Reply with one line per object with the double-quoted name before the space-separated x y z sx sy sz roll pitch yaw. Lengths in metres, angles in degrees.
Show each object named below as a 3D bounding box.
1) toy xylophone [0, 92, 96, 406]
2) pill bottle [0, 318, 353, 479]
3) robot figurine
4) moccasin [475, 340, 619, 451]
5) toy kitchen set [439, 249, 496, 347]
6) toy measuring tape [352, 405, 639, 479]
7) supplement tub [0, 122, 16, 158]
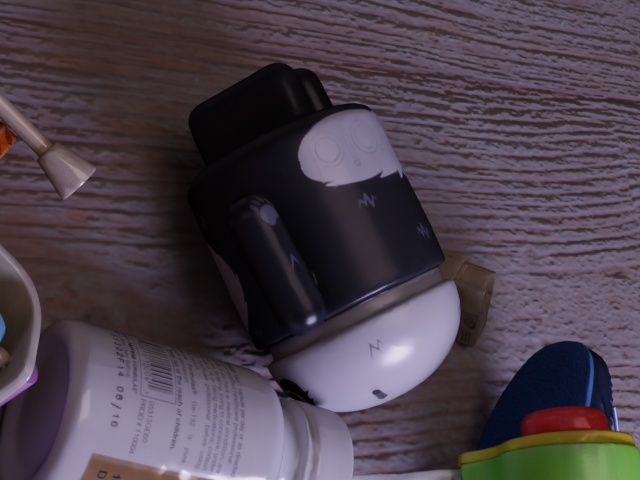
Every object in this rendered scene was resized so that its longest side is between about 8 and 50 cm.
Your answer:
"toy xylophone" -0.290 -0.028 0.723 0.322 0.236 0.081 40 25 -14
"pill bottle" -0.097 0.145 0.846 0.229 0.131 0.131 20 60 -30
"robot figurine" -0.003 0.001 0.960 0.209 0.173 0.278 -23 85 -33
"moccasin" 0.193 0.260 1.041 0.117 0.137 0.342 31 68 -29
"toy kitchen set" 0.109 0.061 1.110 0.083 0.075 0.068 20 44 18
"toy measuring tape" 0.131 0.187 0.917 0.330 0.121 0.121 -1 68 -3
"supplement tub" -0.307 -0.099 0.801 0.190 0.117 0.117 43 51 -15
